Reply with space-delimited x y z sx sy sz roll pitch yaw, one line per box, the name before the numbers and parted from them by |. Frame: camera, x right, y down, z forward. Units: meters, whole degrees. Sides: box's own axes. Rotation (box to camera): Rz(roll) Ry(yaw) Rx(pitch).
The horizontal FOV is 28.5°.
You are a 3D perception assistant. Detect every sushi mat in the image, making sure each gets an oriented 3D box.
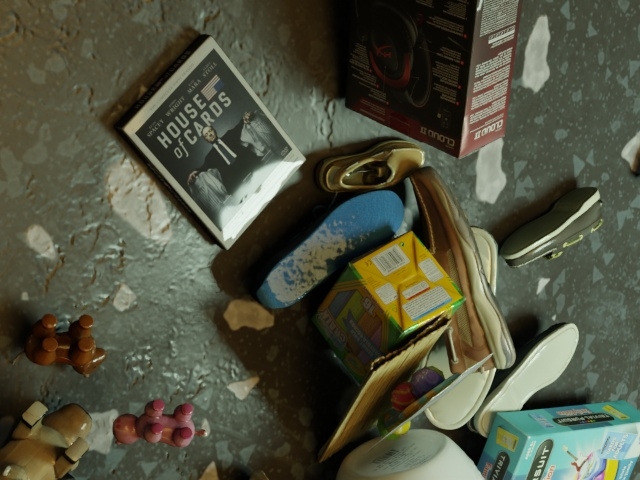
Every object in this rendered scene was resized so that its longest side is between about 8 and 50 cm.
sushi mat | 0.088 0.219 1.825 0.151 0.019 0.316 -28 159 -30

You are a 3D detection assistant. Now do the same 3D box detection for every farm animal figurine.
farm animal figurine | -0.321 0.277 1.555 0.327 0.172 0.330 -26 77 -34

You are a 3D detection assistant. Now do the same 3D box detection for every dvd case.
dvd case | -0.143 -0.131 1.701 0.179 0.029 0.238 -50 125 -17

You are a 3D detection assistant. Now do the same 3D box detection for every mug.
mug | 0.111 0.483 1.881 0.374 0.276 0.328 -21 103 -25

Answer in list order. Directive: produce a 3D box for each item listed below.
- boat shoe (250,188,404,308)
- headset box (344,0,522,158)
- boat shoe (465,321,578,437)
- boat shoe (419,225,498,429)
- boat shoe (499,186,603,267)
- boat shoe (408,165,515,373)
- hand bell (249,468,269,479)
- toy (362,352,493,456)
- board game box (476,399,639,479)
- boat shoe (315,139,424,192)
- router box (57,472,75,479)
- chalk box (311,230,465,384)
boat shoe | 0.000 0.000 1.803 0.258 0.089 0.109 -29 103 -22
headset box | 0.150 -0.265 1.724 0.110 0.218 0.293 -27 132 -39
boat shoe | 0.328 0.223 2.093 0.254 0.079 0.095 -46 125 -16
boat shoe | 0.223 0.135 1.977 0.116 0.099 0.319 7 95 7
boat shoe | 0.389 -0.009 2.081 0.228 0.081 0.068 -33 114 -28
boat shoe | 0.186 0.051 1.866 0.116 0.123 0.324 -20 90 9
hand bell | -0.175 0.425 1.778 0.242 0.126 0.126 -19 112 -18
toy | 0.140 0.224 1.822 0.137 0.237 0.056 -32 76 -34
board game box | 0.394 0.408 2.133 0.336 0.079 0.254 1 114 -41
boat shoe | 0.087 -0.102 1.846 0.190 0.072 0.068 -19 110 -32
router box | -0.407 0.371 1.614 0.179 0.046 0.133 0 100 -36
chalk box | 0.087 0.111 1.828 0.132 0.213 0.132 -27 71 -34
